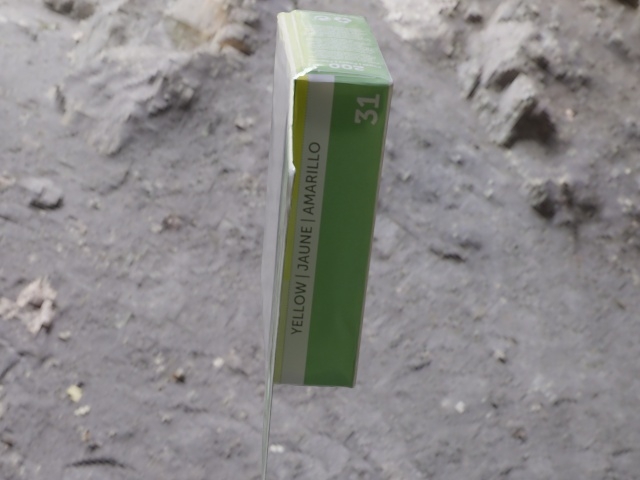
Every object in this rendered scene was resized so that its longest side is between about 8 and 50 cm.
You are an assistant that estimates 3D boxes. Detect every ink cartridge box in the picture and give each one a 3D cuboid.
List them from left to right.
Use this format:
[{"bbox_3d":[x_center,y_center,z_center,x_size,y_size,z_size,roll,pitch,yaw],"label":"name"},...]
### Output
[{"bbox_3d":[0.000,0.000,0.586,0.056,0.171,0.235,3,25,-6],"label":"ink cartridge box"}]
